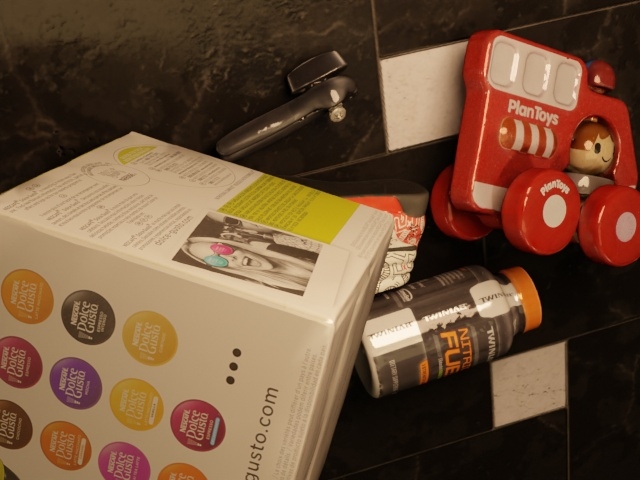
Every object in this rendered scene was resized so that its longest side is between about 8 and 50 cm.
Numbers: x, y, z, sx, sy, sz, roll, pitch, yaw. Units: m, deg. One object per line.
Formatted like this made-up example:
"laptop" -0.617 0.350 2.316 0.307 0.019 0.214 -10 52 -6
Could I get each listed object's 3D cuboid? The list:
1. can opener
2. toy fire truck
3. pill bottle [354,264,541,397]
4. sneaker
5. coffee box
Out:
"can opener" -0.039 -0.145 1.195 0.186 0.073 0.059 -34 160 2
"toy fire truck" 0.288 -0.110 1.259 0.302 0.169 0.254 8 93 -33
"pill bottle" 0.163 0.109 1.336 0.245 0.130 0.130 -17 119 -10
"sneaker" 0.001 0.000 1.251 0.270 0.090 0.145 0 112 -22
"coffee box" -0.146 0.118 1.052 0.334 0.338 0.338 18 111 7
